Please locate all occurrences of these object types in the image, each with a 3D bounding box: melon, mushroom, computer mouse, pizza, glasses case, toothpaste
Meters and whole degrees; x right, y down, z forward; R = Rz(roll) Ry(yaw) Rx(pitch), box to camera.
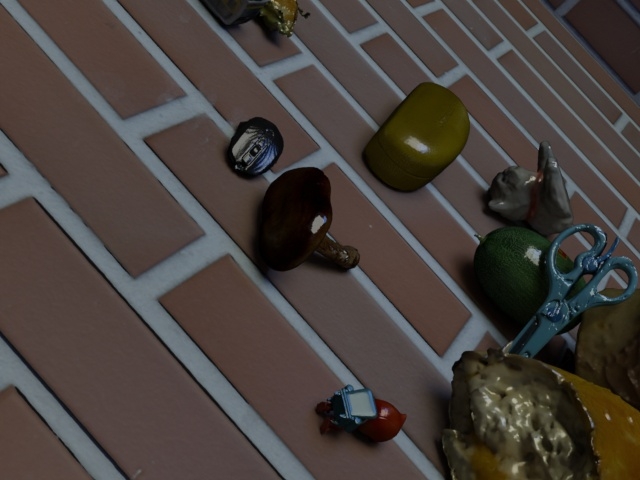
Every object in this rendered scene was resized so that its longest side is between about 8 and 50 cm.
[{"bbox_3d":[0.432,0.077,1.762,0.288,0.182,0.182,42,36,-7],"label":"melon"},{"bbox_3d":[0.000,0.000,1.467,0.217,0.148,0.226,44,38,-32],"label":"mushroom"},{"bbox_3d":[-0.114,-0.179,1.561,0.099,0.057,0.172,46,36,-13],"label":"computer mouse"},{"bbox_3d":[-0.134,-0.564,1.910,0.280,0.075,0.287,5,54,-38],"label":"pizza"},{"bbox_3d":[0.237,-0.242,1.908,0.173,0.141,0.371,44,36,-5],"label":"glasses case"},{"bbox_3d":[0.518,0.295,1.754,0.096,0.061,0.266,53,30,10],"label":"toothpaste"}]

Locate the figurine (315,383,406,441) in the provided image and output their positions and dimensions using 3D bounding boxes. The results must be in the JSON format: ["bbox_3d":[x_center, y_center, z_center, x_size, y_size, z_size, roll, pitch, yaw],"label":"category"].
[{"bbox_3d":[0.070,0.269,1.297,0.140,0.075,0.068,16,44,-32],"label":"figurine"}]

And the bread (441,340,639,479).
[{"bbox_3d":[0.427,0.361,1.418,0.394,0.250,0.360,19,44,-34],"label":"bread"}]

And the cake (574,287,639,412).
[{"bbox_3d":[0.703,0.249,1.666,0.332,0.321,0.332,0,90,-50],"label":"cake"}]

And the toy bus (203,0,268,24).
[{"bbox_3d":[-0.230,-0.572,1.786,0.268,0.106,0.092,50,36,9],"label":"toy bus"}]

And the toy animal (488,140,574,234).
[{"bbox_3d":[0.527,-0.115,2.098,0.266,0.188,0.307,56,19,-23],"label":"toy animal"}]

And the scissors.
[{"bbox_3d":[0.453,0.131,1.629,0.180,0.393,0.032,41,-10,18],"label":"scissors"}]
